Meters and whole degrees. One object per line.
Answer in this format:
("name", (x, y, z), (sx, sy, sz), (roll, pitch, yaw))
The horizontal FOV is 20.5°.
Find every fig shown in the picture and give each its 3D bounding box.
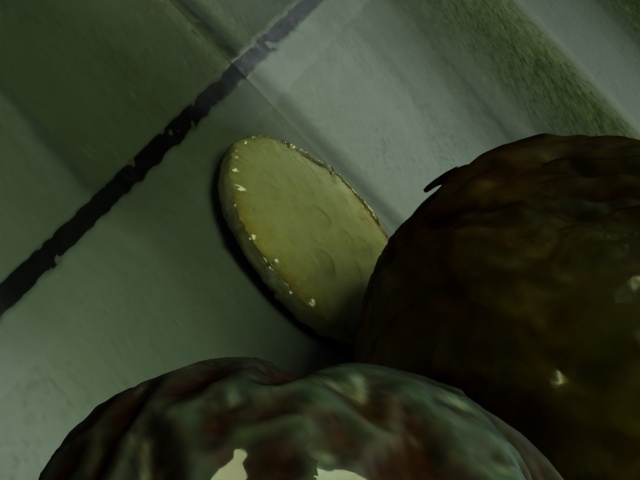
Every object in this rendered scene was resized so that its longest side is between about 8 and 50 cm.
("fig", (0.207, 0.033, 0.878), (0.286, 0.368, 0.286), (48, 16, -19))

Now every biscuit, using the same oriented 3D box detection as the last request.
("biscuit", (0.000, 0.000, 0.986), (0.152, 0.020, 0.152), (36, 29, -24))

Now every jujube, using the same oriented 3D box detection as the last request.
("jujube", (0.015, 0.187, 0.558), (0.226, 0.226, 0.317), (21, 43, -44))
